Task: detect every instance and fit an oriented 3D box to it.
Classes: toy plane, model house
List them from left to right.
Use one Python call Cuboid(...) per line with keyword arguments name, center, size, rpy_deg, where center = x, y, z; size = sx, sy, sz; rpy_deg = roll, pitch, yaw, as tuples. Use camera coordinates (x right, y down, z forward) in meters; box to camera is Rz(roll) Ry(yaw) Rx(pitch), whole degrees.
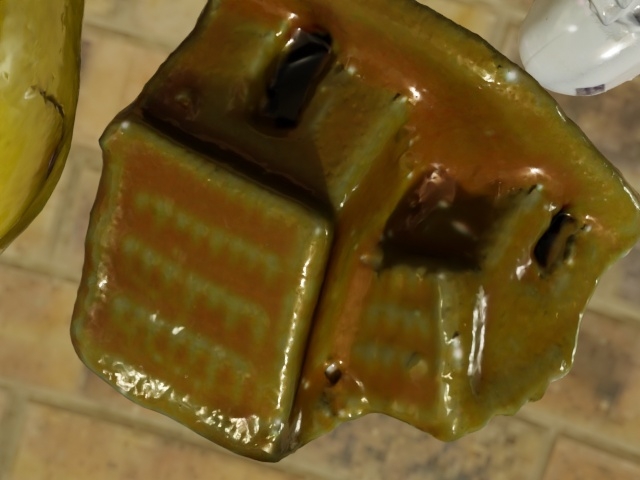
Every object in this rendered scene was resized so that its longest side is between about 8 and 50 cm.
Cuboid(name="model house", center=(0.009, 0.003, 0.996), size=(0.268, 0.239, 0.173), rpy_deg=(27, 163, 11))
Cuboid(name="toy plane", center=(0.238, -0.185, 1.294), size=(0.245, 0.245, 0.117), rpy_deg=(-16, -106, -59))

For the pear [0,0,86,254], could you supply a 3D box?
Cuboid(name="pear", center=(-0.217, -0.121, 0.666), size=(0.285, 0.285, 0.336), rpy_deg=(6, -117, -30))
